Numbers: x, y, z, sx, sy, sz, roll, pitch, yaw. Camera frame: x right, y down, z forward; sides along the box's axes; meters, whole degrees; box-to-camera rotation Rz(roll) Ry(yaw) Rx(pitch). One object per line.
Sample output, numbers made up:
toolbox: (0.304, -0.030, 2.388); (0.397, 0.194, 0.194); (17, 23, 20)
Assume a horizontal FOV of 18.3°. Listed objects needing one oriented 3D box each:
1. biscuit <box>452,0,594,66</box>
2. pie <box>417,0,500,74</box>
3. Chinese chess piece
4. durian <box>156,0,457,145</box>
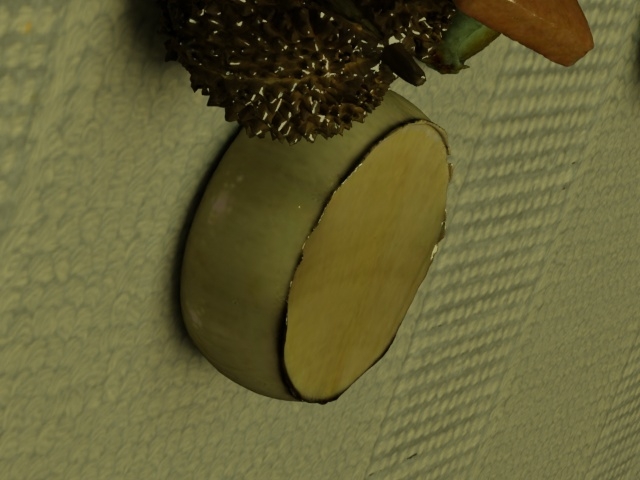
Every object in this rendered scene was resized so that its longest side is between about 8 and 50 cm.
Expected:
biscuit: (0.064, -0.229, 1.249); (0.043, 0.306, 0.284); (-43, -174, 25)
pie: (0.164, -0.253, 1.654); (0.274, 0.105, 0.257); (-37, 158, -41)
Chinese chess piece: (0.000, 0.000, 1.538); (0.257, 0.104, 0.257); (-45, 149, -36)
durian: (-0.003, -0.149, 1.293); (0.167, 0.196, 0.196); (19, 95, -60)
